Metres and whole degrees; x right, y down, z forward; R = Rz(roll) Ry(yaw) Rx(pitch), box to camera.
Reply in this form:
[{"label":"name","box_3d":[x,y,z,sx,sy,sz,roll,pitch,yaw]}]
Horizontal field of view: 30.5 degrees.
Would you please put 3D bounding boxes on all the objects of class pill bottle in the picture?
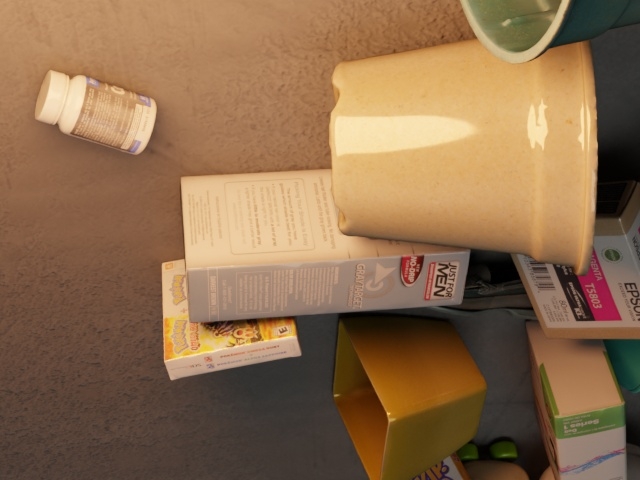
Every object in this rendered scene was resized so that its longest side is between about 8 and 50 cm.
[{"label":"pill bottle","box_3d":[-0.283,-0.162,1.475,0.137,0.078,0.078,17,130,-25]}]

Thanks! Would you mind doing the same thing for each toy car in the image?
[{"label":"toy car","box_3d":[0.301,0.484,2.191,0.149,0.155,0.188,-1,147,-9]}]

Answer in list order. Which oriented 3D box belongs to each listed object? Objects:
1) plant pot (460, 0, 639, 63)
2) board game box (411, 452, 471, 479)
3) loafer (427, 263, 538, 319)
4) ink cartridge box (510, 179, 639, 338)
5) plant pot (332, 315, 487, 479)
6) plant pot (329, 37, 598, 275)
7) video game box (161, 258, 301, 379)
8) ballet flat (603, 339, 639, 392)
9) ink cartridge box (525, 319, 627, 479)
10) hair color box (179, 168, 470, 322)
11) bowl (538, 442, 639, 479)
[{"label":"plant pot","box_3d":[0.343,-0.370,1.227,0.334,0.341,0.341,-7,136,-14]},{"label":"board game box","box_3d":[0.219,0.463,2.081,0.124,0.259,0.039,-38,157,25]},{"label":"loafer","box_3d":[0.255,0.064,1.806,0.268,0.096,0.084,6,114,-25]},{"label":"ink cartridge box","box_3d":[0.390,0.034,1.698,0.193,0.088,0.234,-3,128,38]},{"label":"plant pot","box_3d":[0.147,0.244,1.885,0.187,0.212,0.212,-13,137,-15]},{"label":"plant pot","box_3d":[0.172,-0.117,1.462,0.306,0.333,0.333,-2,136,6]},{"label":"video game box","box_3d":[-0.131,0.095,1.672,0.187,0.205,0.048,-13,132,2]},{"label":"ballet flat","box_3d":[0.526,0.081,1.833,0.147,0.147,0.409,-11,134,1]},{"label":"ink cartridge box","box_3d":[0.428,0.282,1.961,0.117,0.201,0.278,-13,136,4]},{"label":"hair color box","box_3d":[0.000,0.000,1.612,0.375,0.185,0.113,-4,135,-6]},{"label":"bowl","box_3d":[0.531,0.455,2.172,0.298,0.134,0.298,5,154,2]}]
